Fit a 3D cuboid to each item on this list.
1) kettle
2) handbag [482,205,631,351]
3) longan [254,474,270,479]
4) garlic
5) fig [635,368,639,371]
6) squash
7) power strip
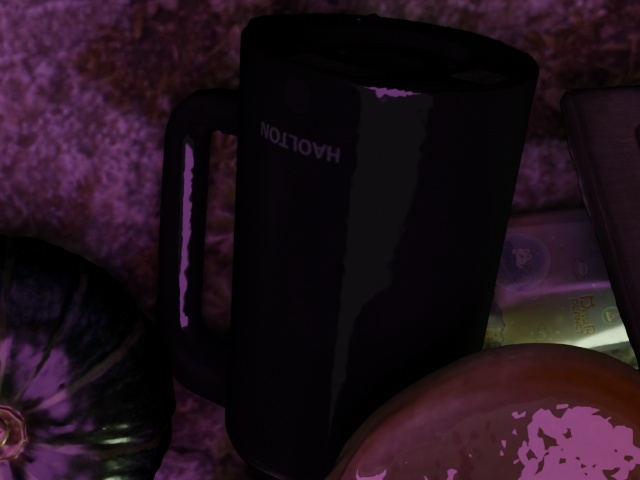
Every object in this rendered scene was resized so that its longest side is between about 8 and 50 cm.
[{"bbox_3d":[0.001,0.005,1.161,0.262,0.203,0.308,8,110,3],"label":"kettle"},{"bbox_3d":[0.180,0.032,1.256,0.173,0.095,0.117,-9,95,1],"label":"handbag"},{"bbox_3d":[0.019,0.280,1.262,0.248,0.248,0.248,-1,107,-4],"label":"longan"},{"bbox_3d":[0.117,0.223,1.050,0.313,0.249,0.286,4,122,1],"label":"garlic"},{"bbox_3d":[0.321,0.135,1.279,0.202,0.148,0.149,-7,105,27],"label":"fig"},{"bbox_3d":[-0.236,0.120,1.216,0.252,0.165,0.252,-1,104,-5],"label":"squash"},{"bbox_3d":[0.309,0.006,1.200,0.256,0.092,0.251,-2,69,-18],"label":"power strip"}]
